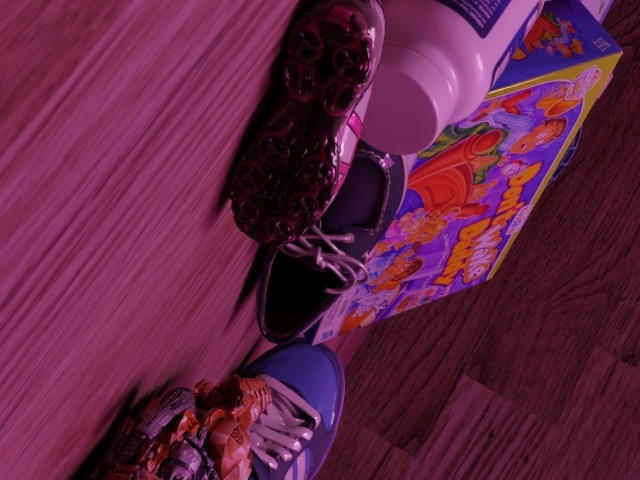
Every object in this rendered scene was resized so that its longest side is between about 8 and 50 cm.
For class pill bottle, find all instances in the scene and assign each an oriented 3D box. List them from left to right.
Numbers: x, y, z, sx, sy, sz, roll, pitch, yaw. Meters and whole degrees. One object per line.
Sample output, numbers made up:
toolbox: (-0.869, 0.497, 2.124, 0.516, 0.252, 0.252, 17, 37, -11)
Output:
pill bottle: (0.089, -0.154, 1.009, 0.187, 0.112, 0.112, -54, 171, -38)

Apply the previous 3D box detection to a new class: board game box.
board game box: (0.108, -0.058, 1.237, 0.233, 0.078, 0.347, -19, 151, -27)

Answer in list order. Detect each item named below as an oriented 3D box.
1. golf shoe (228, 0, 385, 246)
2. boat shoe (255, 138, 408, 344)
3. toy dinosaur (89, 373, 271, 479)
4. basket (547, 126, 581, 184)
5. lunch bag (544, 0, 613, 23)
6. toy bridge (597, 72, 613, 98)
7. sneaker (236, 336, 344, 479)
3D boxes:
golf shoe: (-0.001, -0.077, 0.864, 0.186, 0.067, 0.086, -64, 173, 31)
boat shoe: (0.000, 0.000, 1.112, 0.254, 0.095, 0.079, -54, -169, 50)
toy dinosaur: (-0.101, 0.196, 1.009, 0.322, 0.164, 0.218, -20, 127, -46)
basket: (0.253, -0.145, 1.839, 0.255, 0.201, 0.289, 110, 2, -60)
lunch bag: (0.232, -0.266, 1.368, 0.243, 0.115, 0.303, -25, 149, -50)
toy bridge: (0.190, -0.160, 1.280, 0.063, 0.188, 0.026, -62, -148, 35)
sneaker: (-0.068, 0.210, 1.304, 0.323, 0.130, 0.236, -52, 175, -19)
